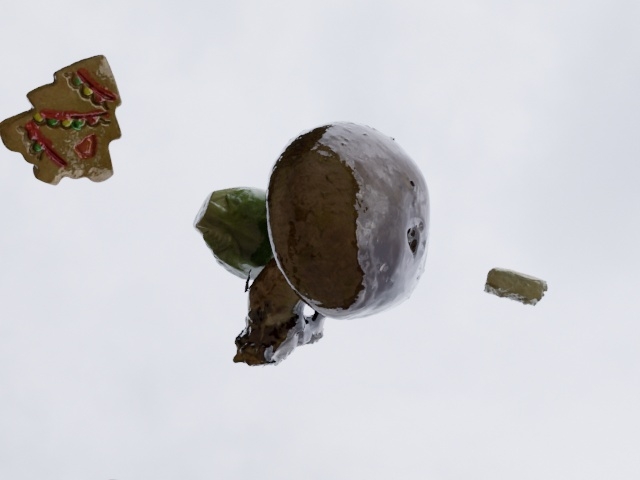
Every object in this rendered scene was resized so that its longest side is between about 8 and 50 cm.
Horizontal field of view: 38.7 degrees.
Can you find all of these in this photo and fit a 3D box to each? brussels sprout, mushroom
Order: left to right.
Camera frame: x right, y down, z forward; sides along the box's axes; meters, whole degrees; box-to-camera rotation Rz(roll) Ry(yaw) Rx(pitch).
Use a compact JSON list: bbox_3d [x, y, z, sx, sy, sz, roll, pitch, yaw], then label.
[{"bbox_3d":[-0.124,-0.017,1.569,0.181,0.143,0.161,38,-35,-20],"label":"brussels sprout"},{"bbox_3d":[0.019,-0.006,1.440,0.356,0.331,0.334,-22,-94,50],"label":"mushroom"}]

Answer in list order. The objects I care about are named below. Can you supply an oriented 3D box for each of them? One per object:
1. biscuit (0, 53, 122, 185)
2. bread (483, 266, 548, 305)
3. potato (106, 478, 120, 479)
[{"bbox_3d":[-0.414,-0.203,1.530,0.238,0.212,0.041,-62,-144,9],"label":"biscuit"},{"bbox_3d":[0.226,0.055,1.071,0.070,0.083,0.035,16,-96,6],"label":"bread"},{"bbox_3d":[-0.359,0.440,1.523,0.068,0.062,0.083,-31,-139,44],"label":"potato"}]
